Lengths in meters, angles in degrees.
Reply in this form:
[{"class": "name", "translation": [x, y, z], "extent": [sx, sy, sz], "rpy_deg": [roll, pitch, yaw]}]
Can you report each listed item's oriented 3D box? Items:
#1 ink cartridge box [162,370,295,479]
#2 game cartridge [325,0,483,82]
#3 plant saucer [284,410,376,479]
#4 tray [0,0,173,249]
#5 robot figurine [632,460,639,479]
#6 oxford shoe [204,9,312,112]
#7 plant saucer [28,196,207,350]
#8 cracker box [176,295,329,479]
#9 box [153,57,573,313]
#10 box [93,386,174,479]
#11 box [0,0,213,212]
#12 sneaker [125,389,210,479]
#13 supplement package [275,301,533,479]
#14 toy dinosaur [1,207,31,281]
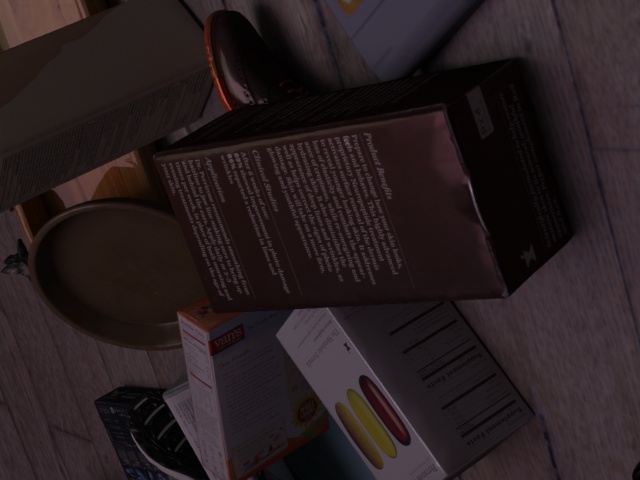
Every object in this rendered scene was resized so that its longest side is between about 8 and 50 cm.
[{"class": "ink cartridge box", "translation": [-0.085, 0.274, 1.997], "extent": [0.060, 0.239, 0.275], "rpy_deg": [-28, 95, 16]}, {"class": "game cartridge", "translation": [0.037, -0.314, 1.450], "extent": [0.297, 0.062, 0.198], "rpy_deg": [57, 153, 8]}, {"class": "plant saucer", "translation": [0.018, 0.209, 1.901], "extent": [0.317, 0.043, 0.317], "rpy_deg": [36, 140, 37]}, {"class": "tray", "translation": [-0.343, -0.188, 1.994], "extent": [0.203, 0.076, 0.411], "rpy_deg": [-12, 109, 20]}, {"class": "robot figurine", "translation": [0.342, 0.323, 1.428], "extent": [0.211, 0.085, 0.291], "rpy_deg": [58, 141, 33]}, {"class": "oxford shoe", "translation": [-0.029, -0.143, 1.666], "extent": [0.098, 0.097, 0.271], "rpy_deg": [-29, 94, 40]}, {"class": "plant saucer", "translation": [-0.245, 0.041, 2.013], "extent": [0.278, 0.041, 0.278], "rpy_deg": [4, 134, 5]}, {"class": "cracker box", "translation": [-0.076, 0.155, 1.804], "extent": [0.067, 0.155, 0.232], "rpy_deg": [30, 136, 42]}, {"class": "box", "translation": [0.034, -0.046, 1.500], "extent": [0.381, 0.143, 0.191], "rpy_deg": [-4, 112, 43]}, {"class": "box", "translation": [-0.243, 0.320, 2.355], "extent": [0.232, 0.059, 0.183], "rpy_deg": [-5, 109, 56]}, {"class": "box", "translation": [-0.282, -0.164, 1.785], "extent": [0.121, 0.311, 0.148], "rpy_deg": [52, 147, 16]}, {"class": "sneaker", "translation": [-0.175, 0.324, 2.193], "extent": [0.271, 0.100, 0.108], "rpy_deg": [40, 154, 10]}, {"class": "supplement package", "translation": [0.088, 0.145, 1.657], "extent": [0.244, 0.134, 0.139], "rpy_deg": [54, 149, 13]}, {"class": "toy dinosaur", "translation": [-0.360, -0.053, 2.160], "extent": [0.322, 0.164, 0.218], "rpy_deg": [47, 133, 47]}]
